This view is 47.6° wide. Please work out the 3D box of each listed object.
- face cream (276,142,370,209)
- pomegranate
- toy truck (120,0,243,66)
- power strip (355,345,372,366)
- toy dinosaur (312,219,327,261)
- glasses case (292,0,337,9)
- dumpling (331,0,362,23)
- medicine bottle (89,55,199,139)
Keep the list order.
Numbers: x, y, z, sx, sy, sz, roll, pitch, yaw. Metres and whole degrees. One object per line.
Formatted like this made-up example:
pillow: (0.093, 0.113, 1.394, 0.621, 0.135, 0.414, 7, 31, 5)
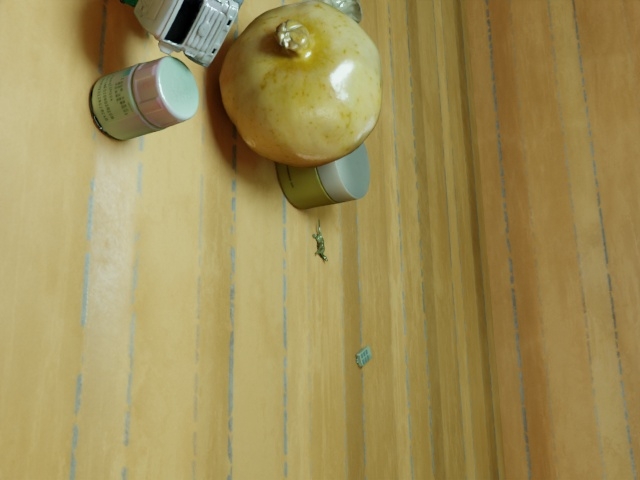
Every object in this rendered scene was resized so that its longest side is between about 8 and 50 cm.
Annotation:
face cream: (0.009, -0.204, 1.984, 0.218, 0.179, 0.218, 28, 57, -56)
pomegranate: (-0.043, -0.368, 1.708, 0.411, 0.411, 0.412, 28, 57, -56)
toy truck: (-0.295, -0.489, 1.410, 0.178, 0.176, 0.363, 10, 33, -43)
power strip: (0.133, 0.352, 2.211, 0.090, 0.016, 0.040, -25, 103, -61)
toy dinosaur: (0.000, 0.001, 2.077, 0.060, 0.029, 0.120, 31, 47, -74)
glasses case: (-0.038, -0.536, 2.045, 0.076, 0.144, 0.336, 44, 44, -50)
dumpling: (0.054, -0.773, 2.273, 0.142, 0.172, 0.247, -45, 119, -21)
medicine bottle: (-0.333, -0.270, 1.385, 0.135, 0.168, 0.135, 25, 60, -57)
